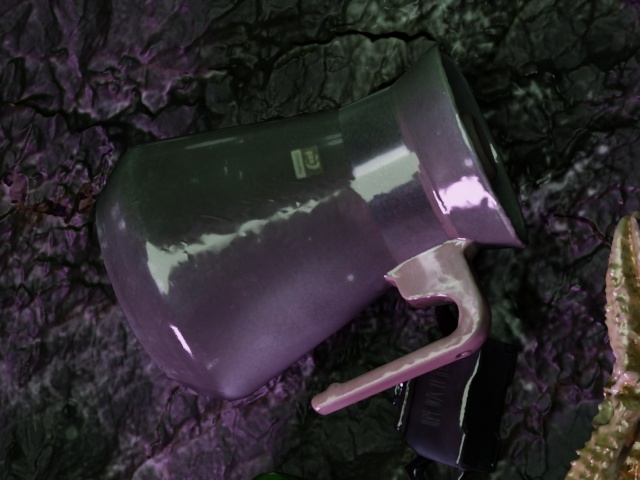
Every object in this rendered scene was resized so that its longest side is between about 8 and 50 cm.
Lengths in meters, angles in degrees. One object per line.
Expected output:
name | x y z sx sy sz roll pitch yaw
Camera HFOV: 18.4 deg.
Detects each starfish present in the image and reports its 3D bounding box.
starfish | 0.339 0.183 1.630 0.324 0.082 0.432 7 78 14

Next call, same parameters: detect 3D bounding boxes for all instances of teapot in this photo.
teapot | 0.111 0.143 1.790 0.096 0.087 0.177 8 85 28
teapot | 0.000 0.000 1.771 0.344 0.253 0.300 -24 69 12

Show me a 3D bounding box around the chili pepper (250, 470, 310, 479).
chili pepper | 0.035 0.368 1.740 0.385 0.167 0.213 43 101 21
